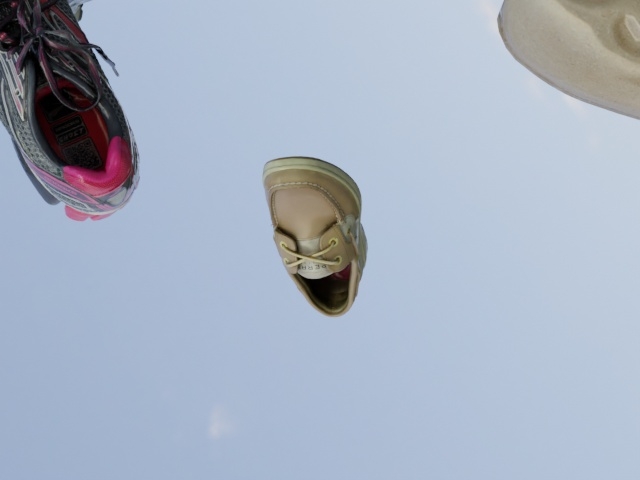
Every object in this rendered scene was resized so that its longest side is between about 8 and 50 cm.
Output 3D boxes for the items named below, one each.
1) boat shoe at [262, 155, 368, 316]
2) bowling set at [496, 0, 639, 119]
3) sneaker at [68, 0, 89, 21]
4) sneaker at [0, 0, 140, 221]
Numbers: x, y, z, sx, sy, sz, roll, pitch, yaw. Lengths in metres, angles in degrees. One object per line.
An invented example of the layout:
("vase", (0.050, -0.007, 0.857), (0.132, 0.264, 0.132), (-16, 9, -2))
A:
("boat shoe", (0.000, 0.000, 0.876), (0.135, 0.050, 0.045), (60, -149, -59))
("bowling set", (0.179, -0.159, 0.532), (0.154, 0.287, 0.200), (24, -167, 4))
("sneaker", (-0.279, -0.228, 1.475), (0.122, 0.283, 0.110), (-25, -94, -38))
("sneaker", (-0.231, -0.158, 1.291), (0.299, 0.121, 0.112), (56, 169, -1))
